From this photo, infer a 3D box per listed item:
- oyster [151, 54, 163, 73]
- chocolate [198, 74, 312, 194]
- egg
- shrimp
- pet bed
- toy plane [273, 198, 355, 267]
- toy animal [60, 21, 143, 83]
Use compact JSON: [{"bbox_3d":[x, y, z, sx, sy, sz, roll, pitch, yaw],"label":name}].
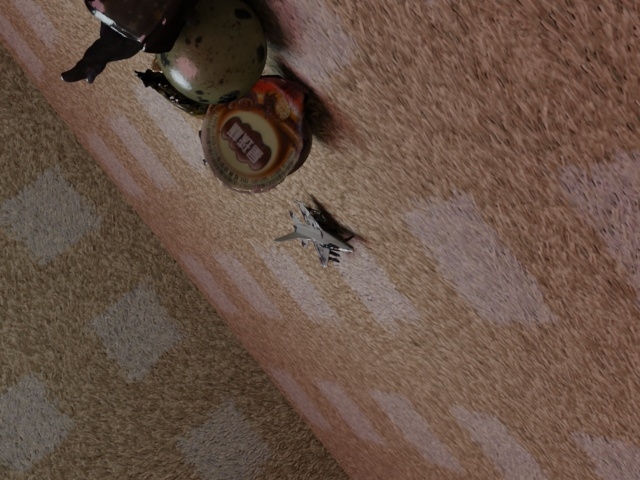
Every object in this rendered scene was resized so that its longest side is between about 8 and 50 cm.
[{"bbox_3d":[-0.221,-0.363,1.931,0.161,0.107,0.233,59,146,-2],"label":"oyster"},{"bbox_3d":[-0.085,-0.184,1.858,0.221,0.221,0.147,45,-157,17],"label":"chocolate"},{"bbox_3d":[-0.181,-0.327,1.736,0.177,0.177,0.228,110,138,-72],"label":"egg"},{"bbox_3d":[-0.201,-0.264,1.978,0.198,0.051,0.262,3,165,39],"label":"shrimp"},{"bbox_3d":[-0.227,-0.396,1.586,0.159,0.211,0.183,30,-161,-23],"label":"pet bed"},{"bbox_3d":[0.007,-0.009,2.149,0.234,0.082,0.160,8,127,46],"label":"toy plane"},{"bbox_3d":[-0.299,-0.383,1.776,0.081,0.367,0.206,8,164,28],"label":"toy animal"}]
